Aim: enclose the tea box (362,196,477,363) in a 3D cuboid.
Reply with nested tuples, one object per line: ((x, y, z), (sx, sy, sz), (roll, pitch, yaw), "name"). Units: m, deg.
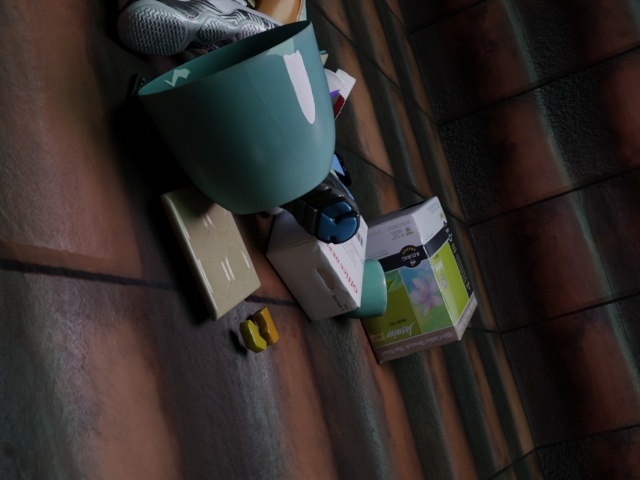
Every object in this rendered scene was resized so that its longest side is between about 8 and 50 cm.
((0.225, 0.090, 1.961), (0.323, 0.220, 0.329), (68, 21, -3), "tea box")

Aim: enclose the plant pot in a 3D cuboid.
((-0.110, -0.184, 1.242), (0.293, 0.293, 0.235), (-66, 138, -61), "plant pot")

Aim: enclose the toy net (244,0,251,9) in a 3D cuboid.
((-0.149, -0.448, 1.759), (0.232, 0.045, 0.122), (51, 28, -41), "toy net")

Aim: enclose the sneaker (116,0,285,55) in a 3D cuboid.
((-0.206, -0.429, 1.372), (0.366, 0.137, 0.210), (-4, 72, -45), "sneaker")

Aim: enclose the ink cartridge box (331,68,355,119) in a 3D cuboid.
((-0.001, -0.251, 1.663), (0.056, 0.181, 0.224), (30, 30, -2), "ink cartridge box")

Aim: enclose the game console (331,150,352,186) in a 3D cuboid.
((-0.014, -0.223, 1.896), (0.361, 0.044, 0.213), (20, 54, -65), "game console")

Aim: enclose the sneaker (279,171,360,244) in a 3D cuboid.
((-0.070, -0.120, 1.455), (0.341, 0.125, 0.139), (40, 16, -3), "sneaker")

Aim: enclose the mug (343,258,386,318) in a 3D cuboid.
((0.079, 0.106, 1.737), (0.158, 0.097, 0.129), (-136, -138, -71), "mug")

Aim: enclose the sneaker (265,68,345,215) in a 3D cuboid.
((-0.052, -0.236, 1.538), (0.130, 0.236, 0.322), (13, 59, -66), "sneaker")

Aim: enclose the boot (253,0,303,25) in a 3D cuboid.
((-0.132, -0.470, 1.677), (0.220, 0.109, 0.283), (-44, 133, -45), "boot")

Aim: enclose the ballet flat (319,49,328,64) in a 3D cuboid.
((-0.043, -0.455, 2.007), (0.086, 0.086, 0.248), (69, 22, -3), "ballet flat")

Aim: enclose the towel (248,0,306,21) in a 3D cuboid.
((-0.142, -0.707, 1.952), (0.320, 0.090, 0.374), (41, 35, -53), "towel")

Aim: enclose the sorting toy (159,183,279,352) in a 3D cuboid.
((-0.164, 0.053, 1.290), (0.229, 0.041, 0.307), (-42, 110, -73), "sorting toy")

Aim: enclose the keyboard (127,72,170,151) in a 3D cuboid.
((-0.256, -0.204, 1.308), (0.180, 0.023, 0.108), (51, 28, -43), "keyboard")

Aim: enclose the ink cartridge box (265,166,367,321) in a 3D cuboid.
((0.000, 0.000, 1.624), (0.201, 0.117, 0.278), (57, 24, -30), "ink cartridge box")
